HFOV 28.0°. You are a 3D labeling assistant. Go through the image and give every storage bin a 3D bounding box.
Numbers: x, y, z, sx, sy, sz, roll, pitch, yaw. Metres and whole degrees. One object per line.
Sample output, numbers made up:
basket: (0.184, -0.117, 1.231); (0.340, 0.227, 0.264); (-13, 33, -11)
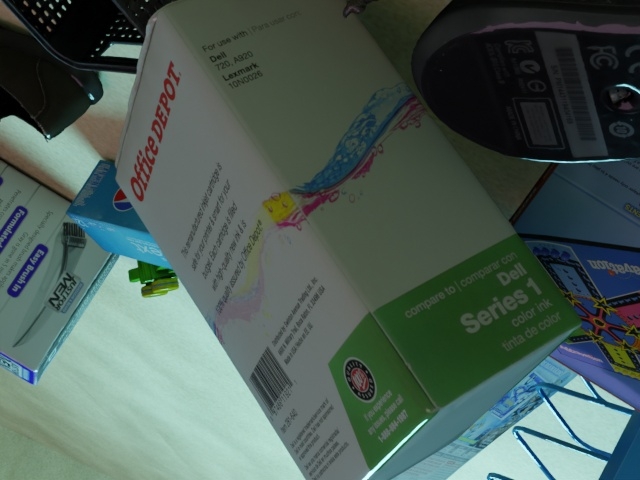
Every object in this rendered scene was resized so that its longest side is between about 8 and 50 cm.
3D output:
storage bin: (-0.156, -0.194, 0.797); (0.122, 0.084, 0.180); (11, 153, 41)

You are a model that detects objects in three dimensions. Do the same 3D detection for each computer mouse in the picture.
computer mouse: (0.181, -0.089, 0.624); (0.272, 0.072, 0.188); (7, 149, 22)

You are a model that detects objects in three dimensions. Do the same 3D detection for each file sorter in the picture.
file sorter: (0.218, 0.143, 0.956); (0.104, 0.170, 0.118); (16, 155, 42)

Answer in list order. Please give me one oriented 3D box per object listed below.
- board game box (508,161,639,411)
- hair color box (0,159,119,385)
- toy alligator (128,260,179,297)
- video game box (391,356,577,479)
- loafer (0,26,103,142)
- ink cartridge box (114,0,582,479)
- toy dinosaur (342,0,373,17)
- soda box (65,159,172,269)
board game box: (0.242, 0.052, 0.787); (0.281, 0.027, 0.145); (32, 115, -3)
hair color box: (-0.410, -0.007, 1.422); (0.339, 0.185, 0.110); (31, 159, -2)
toy alligator: (-0.154, 0.023, 1.345); (0.051, 0.056, 0.189); (-8, 173, -25)
video game box: (0.096, 0.129, 0.994); (0.048, 0.187, 0.205); (57, -168, 25)
loafer: (-0.293, -0.144, 1.098); (0.220, 0.078, 0.080); (19, 157, 27)
ink cartridge box: (0.000, 0.000, 0.788); (0.278, 0.117, 0.201); (56, 152, 15)
toy dinosaur: (0.033, -0.177, 0.625); (0.268, 0.064, 0.118); (5, 141, 43)
soda box: (-0.135, -0.016, 1.199); (0.210, 0.067, 0.071); (14, 154, 38)
